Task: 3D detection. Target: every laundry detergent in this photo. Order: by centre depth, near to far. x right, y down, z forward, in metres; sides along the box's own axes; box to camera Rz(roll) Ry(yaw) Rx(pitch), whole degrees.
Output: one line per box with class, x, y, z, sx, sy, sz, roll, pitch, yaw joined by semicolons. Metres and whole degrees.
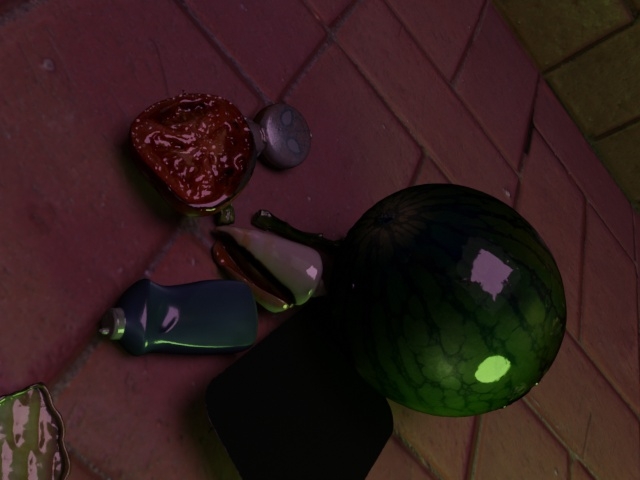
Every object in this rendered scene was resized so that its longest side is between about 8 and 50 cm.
laundry detergent;-0.170;0.094;0.780;0.206;0.061;0.097;3;74;-46

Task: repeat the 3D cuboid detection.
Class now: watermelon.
watermelon;0.176;0.087;0.949;0.363;0.363;0.363;26;51;-37

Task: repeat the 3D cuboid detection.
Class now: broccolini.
broccolini;0.004;-0.007;1.040;0.254;0.057;0.071;23;10;-42

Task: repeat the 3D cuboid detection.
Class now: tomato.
tomato;-0.166;-0.109;0.874;0.166;0.082;0.174;48;52;5

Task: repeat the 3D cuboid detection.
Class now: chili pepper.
chili pepper;-0.144;-0.060;0.924;0.034;0.030;0.091;-19;80;-26

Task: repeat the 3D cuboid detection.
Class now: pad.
pad;-0.011;0.269;0.886;0.315;0.063;0.375;61;28;0

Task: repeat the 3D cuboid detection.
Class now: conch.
conch;-0.068;0.037;0.903;0.176;0.094;0.104;33;86;-26

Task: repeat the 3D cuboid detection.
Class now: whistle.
whistle;-0.093;-0.160;1.021;0.220;0.057;0.107;-15;93;-46

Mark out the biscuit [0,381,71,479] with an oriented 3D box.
biscuit;-0.329;0.241;0.534;0.273;0.036;0.187;-8;75;-50
